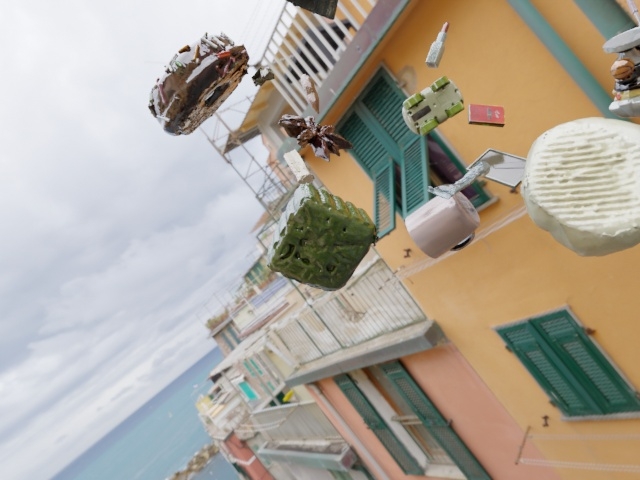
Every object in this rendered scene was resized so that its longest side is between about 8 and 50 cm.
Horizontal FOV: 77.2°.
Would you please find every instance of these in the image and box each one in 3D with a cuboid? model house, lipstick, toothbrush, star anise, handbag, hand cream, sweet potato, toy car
[{"bbox_3d":[-0.204,-0.599,1.471,0.083,0.057,0.058,-36,-21,31],"label":"model house"},{"bbox_3d":[0.331,-0.546,1.113,0.030,0.030,0.129,23,-92,-55],"label":"lipstick"},{"bbox_3d":[0.930,-0.696,1.192,0.014,0.194,0.017,-10,-20,6],"label":"toothbrush"},{"bbox_3d":[-0.016,-0.368,1.416,0.288,0.288,0.088,-35,-16,-54],"label":"star anise"},{"bbox_3d":[-0.039,-1.078,1.721,0.089,0.270,0.175,-100,31,-66],"label":"handbag"},{"bbox_3d":[0.440,-0.191,1.239,0.248,0.052,0.075,-26,16,-28],"label":"hand cream"},{"bbox_3d":[-0.041,-0.613,1.653,0.051,0.218,0.065,-20,-24,6],"label":"sweet potato"},{"bbox_3d":[0.425,-0.507,1.548,0.235,0.145,0.235,-32,4,3],"label":"toy car"}]

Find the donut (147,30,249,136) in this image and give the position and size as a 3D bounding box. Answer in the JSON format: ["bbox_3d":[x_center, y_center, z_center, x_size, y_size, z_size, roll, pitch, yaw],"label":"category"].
[{"bbox_3d":[-0.268,-0.345,0.891,0.269,0.103,0.270,-44,14,14],"label":"donut"}]

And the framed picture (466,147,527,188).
[{"bbox_3d":[0.670,-0.271,1.484,0.150,0.203,0.015,-41,-45,-16],"label":"framed picture"}]

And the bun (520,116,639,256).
[{"bbox_3d":[0.697,-0.129,1.024,0.359,0.360,0.211,-39,-29,11],"label":"bun"}]

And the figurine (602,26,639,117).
[{"bbox_3d":[0.902,-0.467,1.151,0.176,0.236,0.133,-42,25,-18],"label":"figurine"}]

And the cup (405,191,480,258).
[{"bbox_3d":[0.469,-0.052,1.459,0.200,0.253,0.191,-40,32,32],"label":"cup"}]

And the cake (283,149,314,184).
[{"bbox_3d":[-0.069,-0.231,1.241,0.052,0.121,0.065,-33,-6,9],"label":"cake"}]

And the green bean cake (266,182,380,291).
[{"bbox_3d":[0.000,0.000,1.112,0.250,0.247,0.156,-60,18,19],"label":"green bean cake"}]

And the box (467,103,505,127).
[{"bbox_3d":[0.634,-0.479,1.534,0.023,0.133,0.090,83,-164,-66],"label":"box"}]
